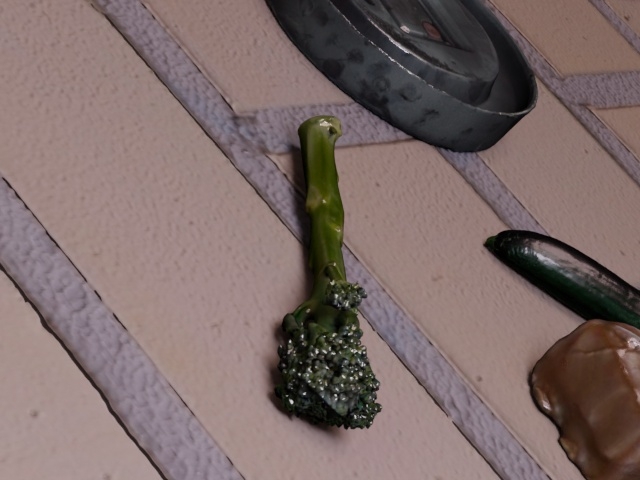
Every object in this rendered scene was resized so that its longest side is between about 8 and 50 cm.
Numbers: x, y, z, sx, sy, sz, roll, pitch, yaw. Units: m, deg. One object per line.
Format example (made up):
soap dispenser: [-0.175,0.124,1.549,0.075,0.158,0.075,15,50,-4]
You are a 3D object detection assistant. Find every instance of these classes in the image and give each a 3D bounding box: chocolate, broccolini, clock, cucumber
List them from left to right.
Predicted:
broccolini: [0.006,0.001,1.501,0.079,0.074,0.392,34,28,-26]
clock: [0.079,-0.211,1.938,0.312,0.061,0.312,30,28,-18]
cucumber: [0.276,0.060,1.783,0.284,0.056,0.056,26,29,-15]
chocolate: [0.287,0.140,1.628,0.214,0.093,0.148,14,35,-41]
